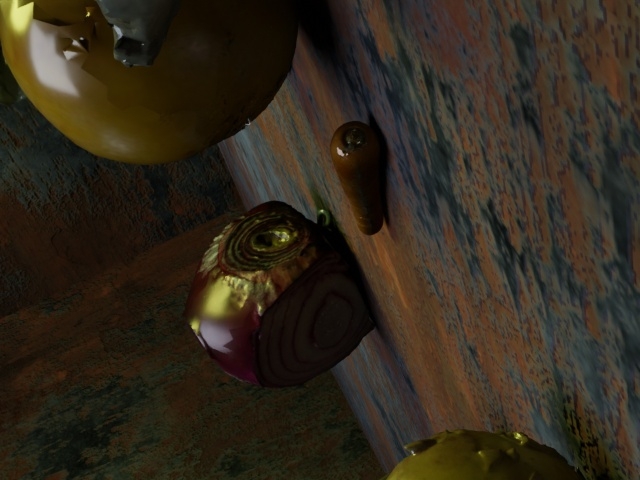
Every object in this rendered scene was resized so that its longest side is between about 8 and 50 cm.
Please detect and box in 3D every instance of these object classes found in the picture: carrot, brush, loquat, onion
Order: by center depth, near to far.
[{"bbox_3d":[-0.130,-0.171,0.770,0.235,0.235,0.235,63,175,11],"label":"loquat"},{"bbox_3d":[0.035,-0.044,0.822,0.037,0.037,0.190,63,178,20],"label":"carrot"},{"bbox_3d":[-0.074,0.072,1.314,0.207,0.206,0.216,41,163,44],"label":"onion"},{"bbox_3d":[0.000,0.000,1.377,0.062,0.027,0.266,54,173,10],"label":"brush"}]

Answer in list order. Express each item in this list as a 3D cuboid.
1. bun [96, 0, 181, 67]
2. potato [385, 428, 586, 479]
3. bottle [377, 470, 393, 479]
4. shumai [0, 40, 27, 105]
[{"bbox_3d":[-0.148,-0.247,0.559,0.205,0.281,0.282,-68,-44,-68],"label":"bun"},{"bbox_3d":[0.121,0.246,0.555,0.300,0.173,0.140,64,-170,18],"label":"potato"},{"bbox_3d":[0.149,0.338,0.781,0.351,0.171,0.171,60,173,25],"label":"bottle"},{"bbox_3d":[-0.260,-0.192,0.968,0.184,0.141,0.184,62,176,8],"label":"shumai"}]
